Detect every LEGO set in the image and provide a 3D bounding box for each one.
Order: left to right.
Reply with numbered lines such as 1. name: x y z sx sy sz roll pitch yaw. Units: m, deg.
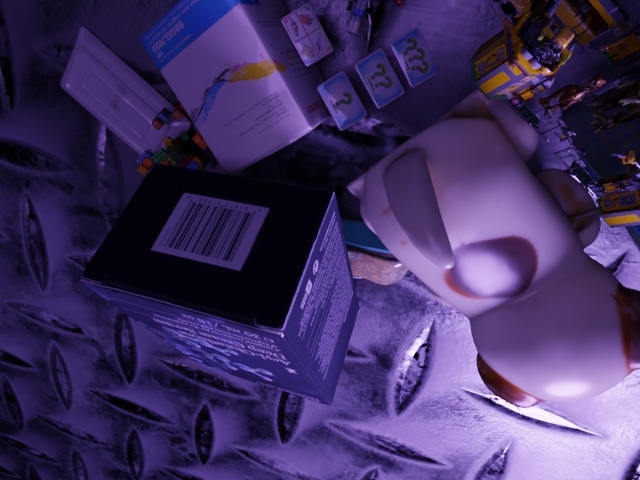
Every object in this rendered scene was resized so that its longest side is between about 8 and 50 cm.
1. LEGO set: 0.050 -0.312 0.607 0.182 0.060 0.244 -31 104 1
2. LEGO set: 0.338 -0.176 0.404 0.331 0.255 0.192 48 163 -9

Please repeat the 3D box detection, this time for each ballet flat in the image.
1. ballet flat: 0.000 0.000 0.790 0.349 0.123 0.123 17 120 9

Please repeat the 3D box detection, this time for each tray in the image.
1. tray: -0.393 -0.267 0.825 0.270 0.030 0.145 42 120 -5

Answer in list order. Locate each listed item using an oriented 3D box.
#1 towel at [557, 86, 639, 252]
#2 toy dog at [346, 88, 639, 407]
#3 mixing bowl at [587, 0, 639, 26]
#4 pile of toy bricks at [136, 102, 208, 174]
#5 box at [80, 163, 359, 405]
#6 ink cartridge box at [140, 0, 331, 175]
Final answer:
1. towel: 0.540 -0.138 0.507 0.370 0.040 0.271 -29 71 27
2. toy dog: 0.255 0.016 0.561 0.285 0.395 0.408 -35 95 17
3. mixing bowl: 0.376 -0.341 0.483 0.182 0.098 0.181 13 138 12
4. pile of toy bricks: -0.278 -0.157 0.780 0.212 0.105 0.118 -36 124 26
5. box: -0.115 0.094 0.703 0.294 0.212 0.395 11 151 18
6. ink cartridge box: -0.111 -0.254 0.657 0.168 0.171 0.232 -24 106 27
